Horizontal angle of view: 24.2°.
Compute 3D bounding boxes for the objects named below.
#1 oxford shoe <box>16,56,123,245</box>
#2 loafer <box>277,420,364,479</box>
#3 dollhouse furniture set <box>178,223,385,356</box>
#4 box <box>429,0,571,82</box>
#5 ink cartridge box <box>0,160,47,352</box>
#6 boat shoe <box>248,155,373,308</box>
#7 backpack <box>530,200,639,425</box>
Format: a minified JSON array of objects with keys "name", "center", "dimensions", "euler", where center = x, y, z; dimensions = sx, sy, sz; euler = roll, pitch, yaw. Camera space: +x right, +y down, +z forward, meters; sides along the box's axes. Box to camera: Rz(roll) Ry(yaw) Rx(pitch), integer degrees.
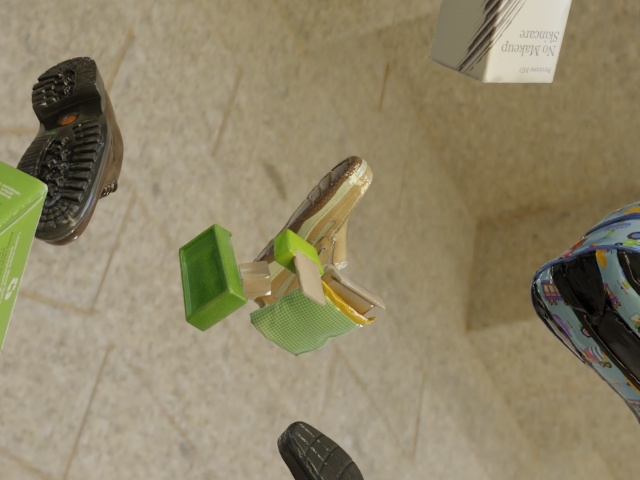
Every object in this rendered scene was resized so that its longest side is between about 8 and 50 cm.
[{"name":"oxford shoe","center":[-0.201,-0.061,1.267],"dimensions":[0.083,0.227,0.096],"euler":[-14,-54,11]},{"name":"loafer","center":[0.013,0.225,1.212],"dimensions":[0.061,0.062,0.170],"euler":[-33,-87,29]},{"name":"dollhouse furniture set","center":[-0.022,0.047,0.948],"dimensions":[0.076,0.058,0.152],"euler":[-33,-43,22]},{"name":"box","center":[0.205,-0.305,1.546],"dimensions":[0.113,0.094,0.275],"euler":[-6,-65,-36]},{"name":"ink cartridge box","center":[-0.294,0.050,0.898],"dimensions":[0.189,0.097,0.255],"euler":[26,-59,6]},{"name":"boat shoe","center":[0.000,0.000,1.471],"dimensions":[0.072,0.068,0.190],"euler":[38,-62,-8]},{"name":"backpack","center":[0.227,0.041,0.932],"dimensions":[0.173,0.117,0.158],"euler":[41,-29,-13]}]
